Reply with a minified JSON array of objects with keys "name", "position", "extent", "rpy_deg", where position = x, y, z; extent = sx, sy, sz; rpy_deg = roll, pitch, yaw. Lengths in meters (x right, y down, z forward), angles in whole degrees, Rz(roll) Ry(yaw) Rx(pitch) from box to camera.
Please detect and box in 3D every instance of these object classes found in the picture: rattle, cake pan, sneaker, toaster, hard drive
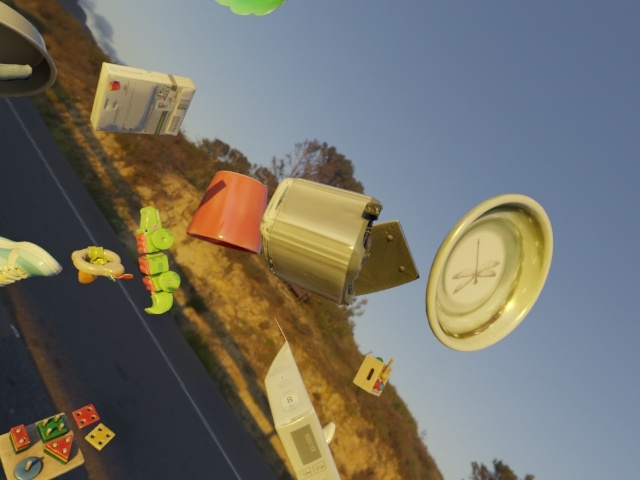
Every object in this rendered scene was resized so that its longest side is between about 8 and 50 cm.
[{"name":"rattle","position":[-0.646,0.114,1.205],"extent":[0.199,0.143,0.130],"rpy_deg":[29,5,16]},{"name":"cake pan","position":[-0.644,-0.354,0.727],"extent":[0.293,0.292,0.054],"rpy_deg":[130,-44,-76]},{"name":"sneaker","position":[-0.927,0.105,1.187],"extent":[0.318,0.208,0.127],"rpy_deg":[7,-43,24]},{"name":"sneaker","position":[-0.016,0.604,1.226],"extent":[0.061,0.152,0.054],"rpy_deg":[45,-15,1]},{"name":"toaster","position":[0.000,0.000,0.599],"extent":[0.146,0.129,0.227],"rpy_deg":[18,-25,8]},{"name":"hard drive","position":[0.110,0.049,1.041],"extent":[0.054,0.254,0.172],"rpy_deg":[-39,109,-60]}]

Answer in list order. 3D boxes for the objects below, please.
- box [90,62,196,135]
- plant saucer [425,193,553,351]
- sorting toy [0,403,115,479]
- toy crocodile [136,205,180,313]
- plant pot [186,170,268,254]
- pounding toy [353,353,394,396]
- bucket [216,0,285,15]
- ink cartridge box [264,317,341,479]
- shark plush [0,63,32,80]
[{"name":"box","position":[-0.384,-0.298,0.887],"extent":[0.145,0.186,0.038],"rpy_deg":[-49,-115,38]},{"name":"plant saucer","position":[0.394,0.074,0.999],"extent":[0.100,0.400,0.401],"rpy_deg":[35,-23,56]},{"name":"sorting toy","position":[-0.596,0.446,0.888],"extent":[0.132,0.274,0.046],"rpy_deg":[47,-60,25]},{"name":"toy crocodile","position":[-0.524,0.063,1.284],"extent":[0.115,0.105,0.341],"rpy_deg":[3,-78,46]},{"name":"plant pot","position":[-0.312,-0.100,1.460],"extent":[0.274,0.243,0.275],"rpy_deg":[16,-8,2]},{"name":"pounding toy","position":[0.201,0.465,1.427],"extent":[0.100,0.141,0.130],"rpy_deg":[23,-13,34]},{"name":"bucket","position":[-0.140,-0.667,0.904],"extent":[0.280,0.183,0.281],"rpy_deg":[11,-49,12]},{"name":"ink cartridge box","position":[-0.063,0.411,0.996],"extent":[0.385,0.091,0.308],"rpy_deg":[-135,-155,-64]},{"name":"shark plush","position":[-0.331,-0.140,0.329],"extent":[0.067,0.161,0.073],"rpy_deg":[0,-94,40]}]
